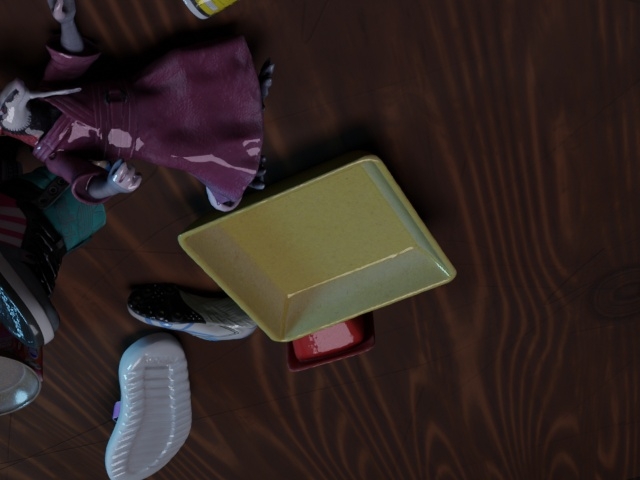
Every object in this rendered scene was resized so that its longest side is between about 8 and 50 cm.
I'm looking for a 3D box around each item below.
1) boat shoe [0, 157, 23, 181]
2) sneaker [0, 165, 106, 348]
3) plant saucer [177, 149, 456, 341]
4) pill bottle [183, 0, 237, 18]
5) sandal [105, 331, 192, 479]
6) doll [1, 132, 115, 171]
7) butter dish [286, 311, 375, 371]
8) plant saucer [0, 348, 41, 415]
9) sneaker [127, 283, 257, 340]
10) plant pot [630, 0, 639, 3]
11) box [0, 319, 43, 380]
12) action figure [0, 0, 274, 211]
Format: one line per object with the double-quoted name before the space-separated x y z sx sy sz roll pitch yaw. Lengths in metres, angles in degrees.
"boat shoe" -0.545 0.015 1.557 0.157 0.135 0.367 10 139 -28
"sneaker" -0.340 0.005 1.362 0.178 0.295 0.123 -26 135 -22
"plant saucer" 0.000 0.000 1.713 0.333 0.081 0.333 -21 138 17
"pill bottle" -0.102 -0.307 1.263 0.116 0.065 0.065 -25 144 21
"sandal" -0.329 0.308 2.102 0.169 0.102 0.416 -10 137 -29
"doll" -0.332 -0.115 1.478 0.129 0.046 0.189 8 163 42
"butter dish" 0.002 0.126 1.893 0.160 0.159 0.118 -17 123 11
"plant saucer" -0.539 0.217 1.725 0.199 0.036 0.198 -8 144 -6
"sneaker" -0.217 0.131 1.869 0.237 0.085 0.086 10 137 -26
"plant pot" 0.275 -0.367 1.181 0.231 0.215 0.215 6 146 0
"box" -0.595 0.179 1.797 0.257 0.122 0.128 -13 146 3
"action figure" -0.251 -0.162 1.378 0.370 0.248 0.276 -2 173 -14
